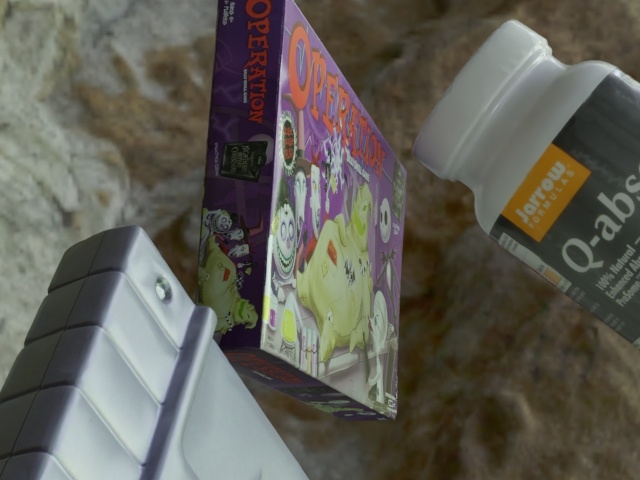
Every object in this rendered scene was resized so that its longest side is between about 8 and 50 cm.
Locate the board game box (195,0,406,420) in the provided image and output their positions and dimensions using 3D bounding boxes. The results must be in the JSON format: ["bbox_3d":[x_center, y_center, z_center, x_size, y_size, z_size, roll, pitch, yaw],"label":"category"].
[{"bbox_3d":[0.000,0.000,0.864,0.056,0.347,0.208,-5,-104,14],"label":"board game box"}]

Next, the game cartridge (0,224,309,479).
[{"bbox_3d":[-0.040,0.194,0.618,0.068,0.355,0.230,-19,-147,18],"label":"game cartridge"}]

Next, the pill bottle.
[{"bbox_3d":[0.217,-0.034,0.974,0.278,0.162,0.162,37,-138,9],"label":"pill bottle"}]
